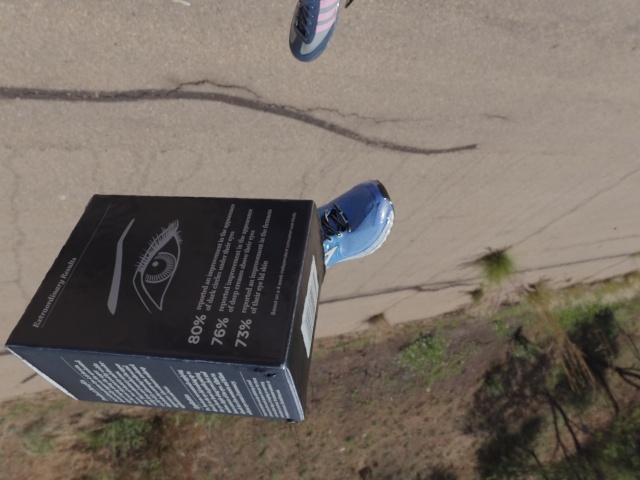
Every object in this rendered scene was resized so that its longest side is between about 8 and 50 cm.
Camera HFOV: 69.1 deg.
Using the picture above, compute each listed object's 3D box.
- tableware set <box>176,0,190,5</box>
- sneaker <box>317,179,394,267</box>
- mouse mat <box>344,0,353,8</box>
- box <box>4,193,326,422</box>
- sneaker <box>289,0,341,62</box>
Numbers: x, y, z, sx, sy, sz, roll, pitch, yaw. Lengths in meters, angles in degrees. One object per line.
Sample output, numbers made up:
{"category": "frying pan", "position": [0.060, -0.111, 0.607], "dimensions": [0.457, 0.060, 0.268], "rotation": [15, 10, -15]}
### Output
{"category": "tableware set", "position": [-0.265, -0.507, 0.825], "dimensions": [0.024, 0.154, 0.104], "rotation": [7, -165, 28]}
{"category": "sneaker", "position": [0.000, 0.000, 0.897], "dimensions": [0.330, 0.130, 0.147], "rotation": [-38, 162, 32]}
{"category": "mouse mat", "position": [0.089, -0.362, 0.551], "dimensions": [0.007, 0.190, 0.152], "rotation": [37, 130, -22]}
{"category": "box", "position": [-0.108, 0.051, 0.391], "dimensions": [0.206, 0.153, 0.108], "rotation": [3, 141, 9]}
{"category": "sneaker", "position": [-0.017, -0.505, 0.959], "dimensions": [0.131, 0.112, 0.319], "rotation": [-35, 165, -41]}
